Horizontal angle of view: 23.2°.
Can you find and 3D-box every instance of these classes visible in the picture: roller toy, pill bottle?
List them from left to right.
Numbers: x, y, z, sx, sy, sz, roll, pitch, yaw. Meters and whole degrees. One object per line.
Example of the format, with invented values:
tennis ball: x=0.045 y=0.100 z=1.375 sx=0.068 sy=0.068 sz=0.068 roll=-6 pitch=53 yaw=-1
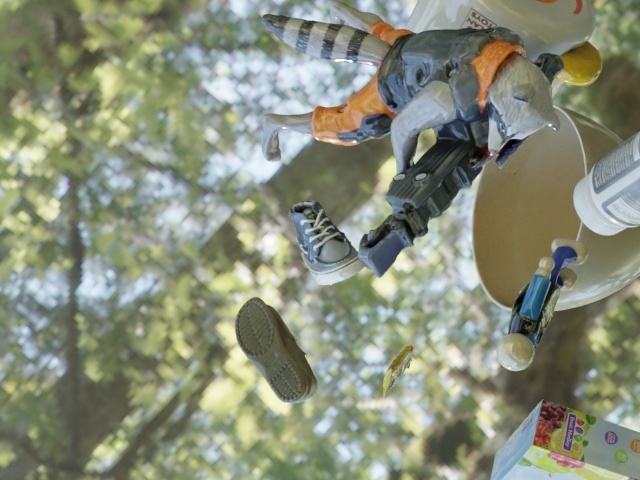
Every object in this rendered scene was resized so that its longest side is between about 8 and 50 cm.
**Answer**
roller toy: x=0.206 y=-0.245 z=1.754 sx=0.191 sy=0.146 sz=0.209 roll=10 pitch=-141 yaw=-24
pill bottle: x=0.309 y=-0.059 z=1.500 sx=0.078 sy=0.137 sz=0.078 roll=11 pitch=-116 yaw=-24

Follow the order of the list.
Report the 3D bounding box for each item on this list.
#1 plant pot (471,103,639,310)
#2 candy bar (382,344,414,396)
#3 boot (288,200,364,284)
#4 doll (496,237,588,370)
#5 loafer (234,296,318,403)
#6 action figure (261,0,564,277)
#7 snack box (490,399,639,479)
plant pot: x=0.359 y=-0.031 z=2.128 sx=0.190 sy=0.284 sz=0.284 roll=10 pitch=-140 yaw=-25
candy bar: x=0.111 y=0.185 z=2.249 sx=0.018 sy=0.040 sz=0.161 roll=17 pitch=-166 yaw=11
boot: x=0.000 y=0.000 z=2.053 sx=0.086 sy=0.069 sz=0.190 roll=66 pitch=169 yaw=-14
doll: x=0.219 y=0.067 z=1.574 sx=0.046 sy=0.129 sz=0.189 roll=24 pitch=-140 yaw=13
loafer: x=-0.050 y=0.129 z=1.764 sx=0.050 sy=0.056 sz=0.148 roll=31 pitch=-155 yaw=-53
action figure: x=0.082 y=-0.134 z=1.582 sx=0.341 sy=0.330 sz=0.179 roll=-53 pitch=-45 yaw=-34
snack box: x=0.329 y=0.284 z=1.881 sx=0.207 sy=0.174 sz=0.070 roll=20 pitch=-122 yaw=-4
